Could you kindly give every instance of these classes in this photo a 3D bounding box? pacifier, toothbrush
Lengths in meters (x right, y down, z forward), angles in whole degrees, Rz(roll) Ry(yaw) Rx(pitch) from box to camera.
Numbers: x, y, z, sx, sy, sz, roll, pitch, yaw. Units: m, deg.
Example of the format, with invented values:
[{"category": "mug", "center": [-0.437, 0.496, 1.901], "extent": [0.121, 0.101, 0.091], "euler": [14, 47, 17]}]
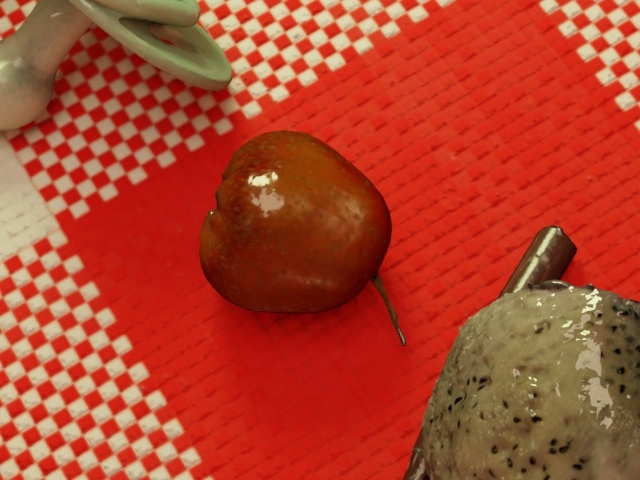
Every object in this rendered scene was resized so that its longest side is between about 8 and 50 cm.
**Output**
[{"category": "pacifier", "center": [-0.248, -0.216, 1.591], "extent": [0.343, 0.288, 0.269], "euler": [44, 103, 24]}, {"category": "toothbrush", "center": [0.120, 0.139, 1.494], "extent": [0.041, 0.041, 0.364], "euler": [28, 72, 16]}]

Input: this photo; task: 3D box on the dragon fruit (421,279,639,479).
[{"category": "dragon fruit", "center": [0.224, 0.172, 1.362], "extent": [0.283, 0.221, 0.204], "euler": [17, 67, 0]}]

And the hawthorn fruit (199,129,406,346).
[{"category": "hawthorn fruit", "center": [0.000, 0.000, 1.514], "extent": [0.204, 0.162, 0.162], "euler": [21, 69, -4]}]
